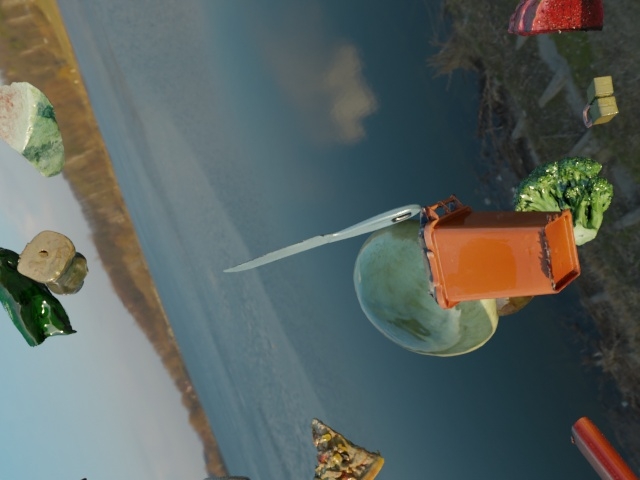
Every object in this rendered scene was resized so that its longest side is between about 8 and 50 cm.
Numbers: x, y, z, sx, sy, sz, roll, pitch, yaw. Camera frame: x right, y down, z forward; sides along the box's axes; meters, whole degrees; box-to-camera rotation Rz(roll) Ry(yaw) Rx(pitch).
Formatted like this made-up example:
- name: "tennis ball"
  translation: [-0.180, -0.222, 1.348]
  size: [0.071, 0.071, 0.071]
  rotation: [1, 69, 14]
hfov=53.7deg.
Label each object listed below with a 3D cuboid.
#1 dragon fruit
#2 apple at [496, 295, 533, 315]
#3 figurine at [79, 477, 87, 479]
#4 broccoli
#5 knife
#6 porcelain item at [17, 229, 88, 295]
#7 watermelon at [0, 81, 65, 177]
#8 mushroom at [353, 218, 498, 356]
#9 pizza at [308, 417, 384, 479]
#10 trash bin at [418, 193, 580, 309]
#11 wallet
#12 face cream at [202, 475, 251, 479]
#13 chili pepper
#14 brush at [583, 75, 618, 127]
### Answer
- name: "dragon fruit"
  translation: [0.585, -0.576, 1.568]
  size: [0.163, 0.261, 0.189]
  rotation: [60, 146, 38]
- name: "apple"
  translation: [0.507, 0.086, 1.922]
  size: [0.309, 0.277, 0.250]
  rotation: [55, -165, 18]
- name: "figurine"
  translation: [-0.260, 0.403, 0.828]
  size: [0.184, 0.160, 0.226]
  rotation: [-100, -10, -50]
- name: "broccoli"
  translation: [0.721, -0.103, 1.885]
  size: [0.275, 0.307, 0.308]
  rotation: [-82, -13, -52]
- name: "knife"
  translation: [0.000, 0.000, 0.942]
  size: [0.044, 0.312, 0.019]
  rotation: [43, -151, -70]
- name: "porcelain item"
  translation: [-0.424, 0.048, 1.045]
  size: [0.069, 0.081, 0.216]
  rotation: [25, 163, 0]
- name: "watermelon"
  translation: [-0.465, -0.162, 1.006]
  size: [0.094, 0.081, 0.180]
  rotation: [11, 137, 28]
- name: "mushroom"
  translation: [0.245, 0.105, 1.436]
  size: [0.352, 0.260, 0.352]
  rotation: [29, 150, 19]
- name: "pizza"
  translation: [0.039, 0.486, 1.456]
  size: [0.195, 0.185, 0.052]
  rotation: [50, 144, 24]
- name: "trash bin"
  translation: [0.298, 0.009, 1.071]
  size: [0.238, 0.161, 0.185]
  rotation: [-7, 101, 44]
- name: "wallet"
  translation: [0.534, 0.424, 1.136]
  size: [0.204, 0.045, 0.142]
  rotation: [58, -179, 39]
- name: "face cream"
  translation: [-0.163, 0.595, 1.110]
  size: [0.163, 0.080, 0.337]
  rotation: [50, -148, -62]
- name: "chili pepper"
  translation: [-0.498, 0.086, 1.044]
  size: [0.224, 0.098, 0.061]
  rotation: [42, 127, 0]
- name: "brush"
  translation: [0.748, -0.360, 1.719]
  size: [0.233, 0.047, 0.103]
  rotation: [20, -118, -77]
